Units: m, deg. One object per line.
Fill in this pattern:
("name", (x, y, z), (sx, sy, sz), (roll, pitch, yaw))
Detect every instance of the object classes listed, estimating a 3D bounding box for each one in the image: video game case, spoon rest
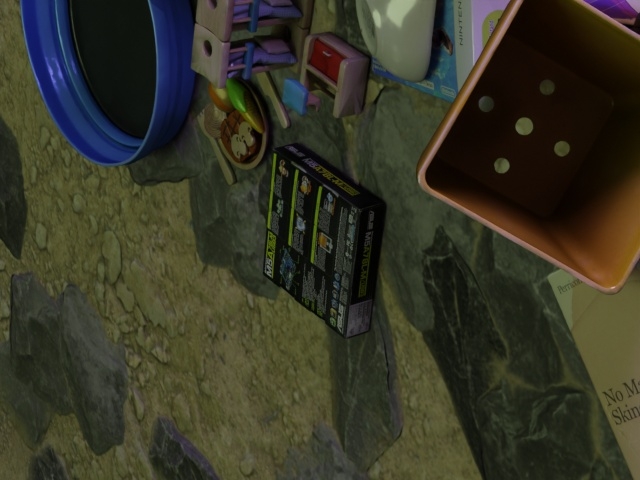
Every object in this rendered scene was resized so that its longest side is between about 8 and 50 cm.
("video game case", (0.123, -0.278, 1.770), (0.269, 0.061, 0.244), (-148, 52, -64))
("spoon rest", (0.083, -0.273, 1.704), (0.276, 0.084, 0.137), (85, 165, -53))

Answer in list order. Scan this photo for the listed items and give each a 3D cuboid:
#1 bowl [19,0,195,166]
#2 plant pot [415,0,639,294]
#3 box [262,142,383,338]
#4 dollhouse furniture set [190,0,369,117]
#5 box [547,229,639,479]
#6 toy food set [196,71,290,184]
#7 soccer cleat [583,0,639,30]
("bowl", (-0.303, -0.301, 2.407), (0.391, 0.077, 0.391), (26, 124, 48))
("plant pot", (0.210, -0.101, 1.568), (0.212, 0.212, 0.187), (-60, 11, 2))
("box", (0.000, 0.000, 2.126), (0.184, 0.045, 0.190), (38, 133, 44))
("dollhouse furniture set", (-0.047, -0.237, 2.022), (0.184, 0.129, 0.129), (39, 132, 42))
("box", (0.355, 0.138, 1.607), (0.148, 0.121, 0.311), (-38, 72, 53))
("toy food set", (-0.116, -0.156, 2.231), (0.192, 0.039, 0.132), (-44, 67, 52))
("soccer cleat", (0.297, -0.253, 1.551), (0.318, 0.109, 0.116), (0, 106, 58))
